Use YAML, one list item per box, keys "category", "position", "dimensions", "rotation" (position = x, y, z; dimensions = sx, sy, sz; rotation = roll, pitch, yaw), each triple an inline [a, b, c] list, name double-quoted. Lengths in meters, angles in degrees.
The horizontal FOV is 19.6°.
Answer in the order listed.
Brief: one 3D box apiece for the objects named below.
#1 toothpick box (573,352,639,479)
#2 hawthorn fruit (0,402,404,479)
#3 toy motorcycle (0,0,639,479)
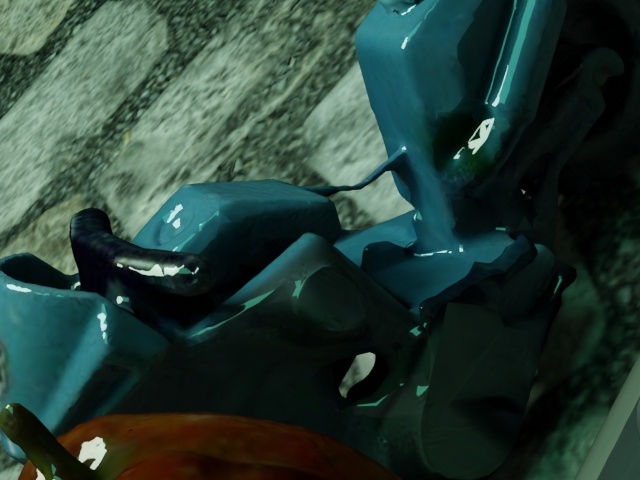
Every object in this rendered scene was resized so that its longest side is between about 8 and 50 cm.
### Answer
- category: "toothpick box"
  position: [0.164, 0.107, 0.556]
  dimensions: [0.229, 0.229, 0.316]
  rotation: [10, 64, 54]
- category: "hawthorn fruit"
  position: [-0.042, 0.163, 0.717]
  dimensions: [0.224, 0.261, 0.224]
  rotation: [-27, 34, 20]
- category: "toy motorcycle"
  position: [0.000, 0.000, 0.870]
  dimensions: [0.416, 0.232, 0.172]
  rotation: [-52, 29, -7]
